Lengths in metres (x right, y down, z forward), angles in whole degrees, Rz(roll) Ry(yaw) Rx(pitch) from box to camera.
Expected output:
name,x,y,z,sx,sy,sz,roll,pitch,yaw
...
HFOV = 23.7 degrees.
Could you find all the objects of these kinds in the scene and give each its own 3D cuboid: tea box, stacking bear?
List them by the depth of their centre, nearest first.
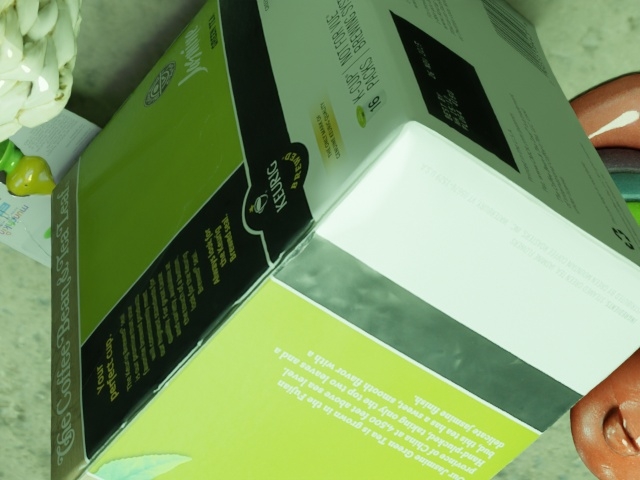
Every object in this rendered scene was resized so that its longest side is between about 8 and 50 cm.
name,x,y,z,sx,sy,sz,roll,pitch,yaw
tea box,0.000,0.000,0.981,0.220,0.329,0.323,32,116,-28
stacking bear,0.224,0.051,1.094,0.164,0.289,0.175,-23,131,20

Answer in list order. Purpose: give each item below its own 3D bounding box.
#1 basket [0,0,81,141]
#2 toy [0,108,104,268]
name,x,y,z,sx,sy,sz,roll,pitch,yaw
basket,-0.313,-0.188,0.831,0.328,0.331,0.266,-24,132,22
toy,-0.150,-0.023,1.180,0.237,0.056,0.137,28,125,-30
